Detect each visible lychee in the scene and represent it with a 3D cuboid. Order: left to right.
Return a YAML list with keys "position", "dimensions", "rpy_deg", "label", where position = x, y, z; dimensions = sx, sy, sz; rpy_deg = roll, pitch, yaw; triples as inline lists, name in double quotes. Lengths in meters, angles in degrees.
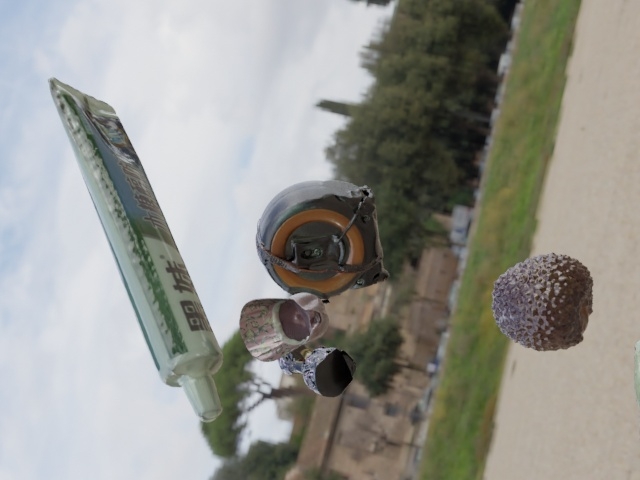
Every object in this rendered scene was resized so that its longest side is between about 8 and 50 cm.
- position: [0.400, 0.110, 1.959]
  dimensions: [0.188, 0.188, 0.188]
  rpy_deg: [13, -90, -81]
  label: "lychee"

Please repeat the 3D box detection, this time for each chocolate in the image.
- position: [-0.017, 0.145, 1.352]
  dimensions: [0.147, 0.070, 0.072]
  rpy_deg: [30, 116, 59]
  label: "chocolate"

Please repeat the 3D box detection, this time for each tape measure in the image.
- position: [0.000, 0.000, 1.864]
  dimensions: [0.135, 0.223, 0.202]
  rpy_deg: [-108, 9, -65]
  label: "tape measure"

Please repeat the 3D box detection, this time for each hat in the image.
- position: [-0.030, 0.073, 0.978]
  dimensions: [0.042, 0.087, 0.058]
  rpy_deg: [-11, -100, -60]
  label: "hat"

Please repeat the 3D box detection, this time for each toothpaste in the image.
- position: [-0.170, 0.000, 1.034]
  dimensions: [0.099, 0.061, 0.392]
  rpy_deg: [24, -145, -57]
  label: "toothpaste"

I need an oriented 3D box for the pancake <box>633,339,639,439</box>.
- position: [0.298, 0.141, 0.996]
  dimensions: [0.108, 0.017, 0.108]
  rpy_deg: [-5, -90, -74]
  label: "pancake"
